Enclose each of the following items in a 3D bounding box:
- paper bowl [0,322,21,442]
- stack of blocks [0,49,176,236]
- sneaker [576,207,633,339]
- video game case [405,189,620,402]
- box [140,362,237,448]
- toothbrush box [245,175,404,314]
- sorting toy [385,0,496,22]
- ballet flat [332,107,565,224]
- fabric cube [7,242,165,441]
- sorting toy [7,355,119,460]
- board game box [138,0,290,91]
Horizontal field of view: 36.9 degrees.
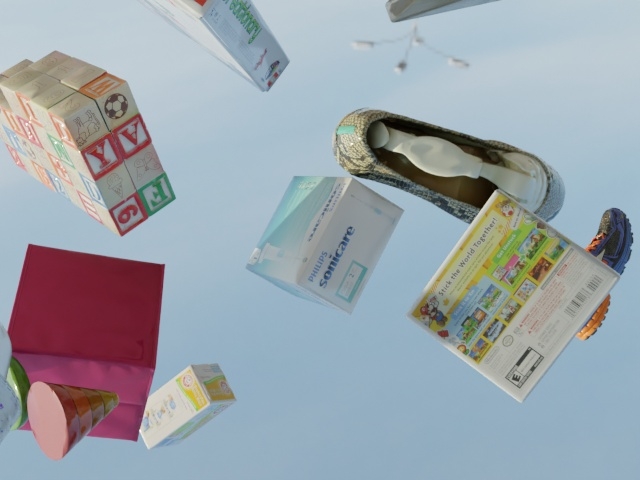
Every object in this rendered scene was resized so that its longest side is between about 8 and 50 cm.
[{"bbox_3d":[-0.425,0.109,0.944,0.284,0.284,0.148,16,-122,23],"label":"paper bowl"},{"bbox_3d":[-0.320,-0.141,1.201,0.087,0.171,0.297,-38,-139,-24],"label":"stack of blocks"},{"bbox_3d":[0.429,0.044,1.525,0.087,0.221,0.083,24,166,-2],"label":"sneaker"},{"bbox_3d":[0.266,0.078,1.345,0.206,0.227,0.026,37,-165,9],"label":"video game case"},{"bbox_3d":[-0.309,0.375,2.179,0.103,0.203,0.114,59,-158,19],"label":"box"},{"bbox_3d":[0.000,0.000,1.797,0.126,0.216,0.295,30,172,-20],"label":"toothbrush box"},{"bbox_3d":[0.223,-0.356,1.059,0.257,0.089,0.255,-19,175,-31],"label":"sorting toy"},{"bbox_3d":[0.258,-0.119,1.698,0.483,0.164,0.182,16,178,-17],"label":"ballet flat"},{"bbox_3d":[-0.443,0.194,1.793,0.258,0.259,0.254,8,-136,-13],"label":"fabric cube"},{"bbox_3d":[-0.449,0.237,1.557,0.126,0.127,0.365,-13,-161,-41],"label":"sorting toy"},{"bbox_3d":[-0.142,-0.250,0.954,0.193,0.053,0.305,37,-178,7],"label":"board game box"}]
